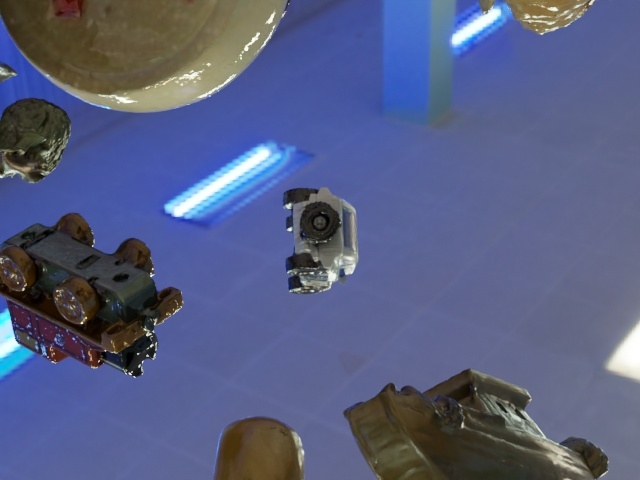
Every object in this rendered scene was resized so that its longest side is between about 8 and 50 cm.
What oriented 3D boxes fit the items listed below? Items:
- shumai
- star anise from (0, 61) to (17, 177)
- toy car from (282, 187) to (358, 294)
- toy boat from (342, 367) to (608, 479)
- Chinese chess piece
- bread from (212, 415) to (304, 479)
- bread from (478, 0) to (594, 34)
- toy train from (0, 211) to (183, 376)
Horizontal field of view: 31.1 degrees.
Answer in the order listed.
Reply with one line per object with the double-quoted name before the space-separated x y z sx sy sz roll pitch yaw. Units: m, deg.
"shumai" -0.282 -0.092 1.073 0.083 0.082 0.080 -10 -176 19
"star anise" -0.422 -0.166 1.104 0.117 0.332 0.332 -12 -156 33
"toy car" 0.000 0.000 1.114 0.070 0.171 0.080 -2 -103 -1
"toy boat" 0.123 0.158 0.856 0.089 0.321 0.121 -31 -124 24
"Chinese chess piece" -0.190 -0.306 1.227 0.338 0.338 0.140 11 -171 19
"bread" -0.094 0.372 1.786 0.147 0.098 0.217 8 -132 -10
"bread" 0.058 -0.209 0.392 0.149 0.274 0.274 -23 -144 -5
"toy train" -0.401 0.097 1.883 0.369 0.232 0.163 21 -140 31
